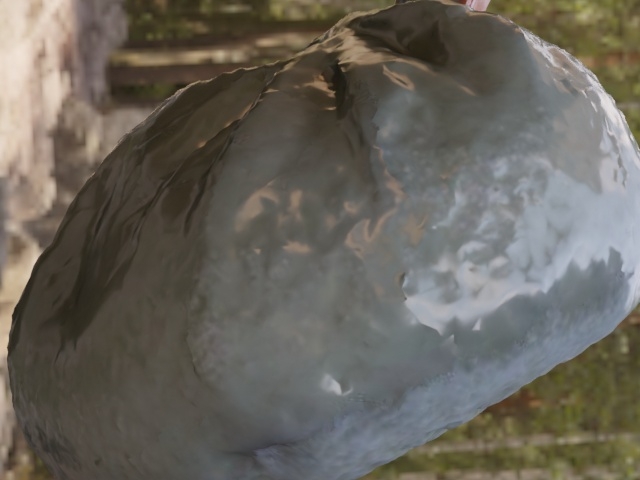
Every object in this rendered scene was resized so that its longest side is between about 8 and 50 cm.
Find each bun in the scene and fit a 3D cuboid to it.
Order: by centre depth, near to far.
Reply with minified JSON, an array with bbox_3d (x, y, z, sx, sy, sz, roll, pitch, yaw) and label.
[{"bbox_3d":[-0.005,0.003,0.797,0.194,0.354,0.354,62,-7,-3],"label":"bun"}]

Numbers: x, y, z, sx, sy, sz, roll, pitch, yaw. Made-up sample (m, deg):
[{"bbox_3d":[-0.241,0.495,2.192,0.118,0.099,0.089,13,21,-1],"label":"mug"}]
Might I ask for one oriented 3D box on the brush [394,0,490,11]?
[{"bbox_3d":[0.104,-0.206,1.032,0.323,0.051,0.070,-65,171,1],"label":"brush"}]
